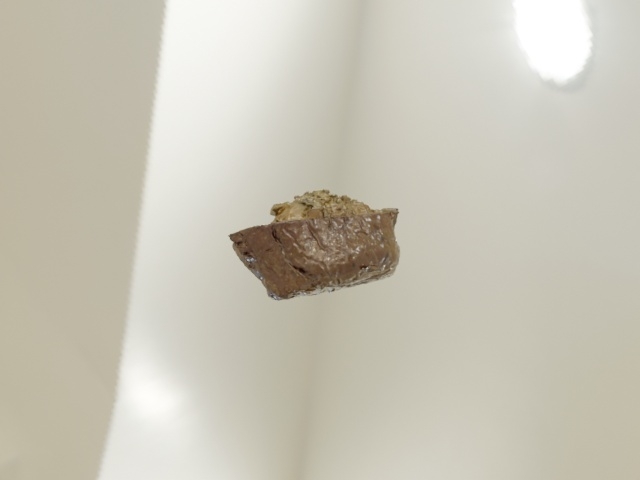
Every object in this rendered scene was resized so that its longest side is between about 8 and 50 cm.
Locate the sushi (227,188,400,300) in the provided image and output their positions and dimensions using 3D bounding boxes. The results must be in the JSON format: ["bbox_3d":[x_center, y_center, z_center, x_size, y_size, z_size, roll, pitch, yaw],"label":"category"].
[{"bbox_3d":[0.003,-0.001,0.812,0.061,0.118,0.060,-22,-100,34],"label":"sushi"}]
